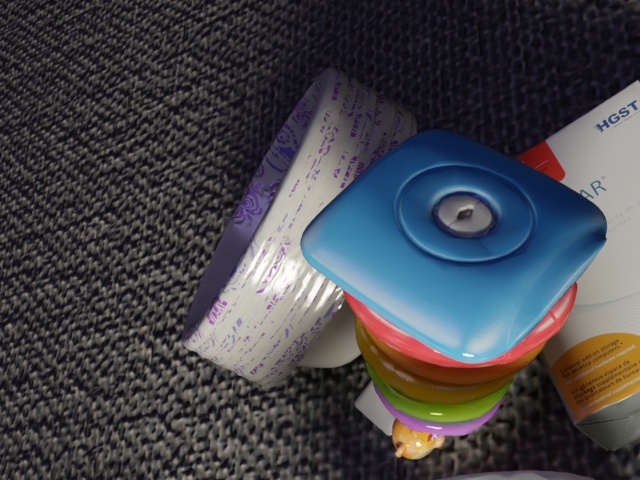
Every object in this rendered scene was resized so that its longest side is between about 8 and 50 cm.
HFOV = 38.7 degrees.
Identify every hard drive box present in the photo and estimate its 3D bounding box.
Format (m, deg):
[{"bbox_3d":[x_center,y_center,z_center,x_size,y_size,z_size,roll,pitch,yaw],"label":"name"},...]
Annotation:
[{"bbox_3d":[0.242,0.018,0.729,0.181,0.089,0.232,-35,50,17],"label":"hard drive box"}]

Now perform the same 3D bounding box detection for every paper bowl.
[{"bbox_3d":[0.000,0.000,0.829,0.284,0.148,0.284,-58,10,16],"label":"paper bowl"}]

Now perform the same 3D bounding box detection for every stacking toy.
[{"bbox_3d":[0.090,0.085,0.699,0.165,0.302,0.175,33,53,25],"label":"stacking toy"}]

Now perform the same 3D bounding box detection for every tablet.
[{"bbox_3d":[0.072,0.134,0.850,0.054,0.006,0.083,36,91,42],"label":"tablet"}]

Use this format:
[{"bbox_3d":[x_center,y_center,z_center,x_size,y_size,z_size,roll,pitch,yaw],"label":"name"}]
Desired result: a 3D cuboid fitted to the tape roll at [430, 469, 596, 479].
[{"bbox_3d":[0.072,0.253,0.598,0.286,0.286,0.100,-28,53,22],"label":"tape roll"}]
